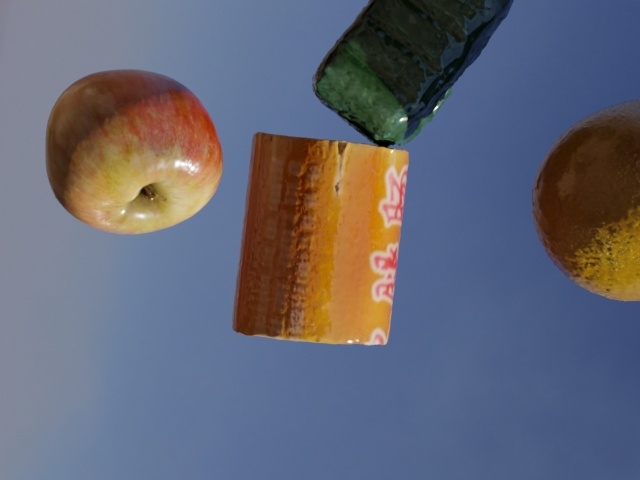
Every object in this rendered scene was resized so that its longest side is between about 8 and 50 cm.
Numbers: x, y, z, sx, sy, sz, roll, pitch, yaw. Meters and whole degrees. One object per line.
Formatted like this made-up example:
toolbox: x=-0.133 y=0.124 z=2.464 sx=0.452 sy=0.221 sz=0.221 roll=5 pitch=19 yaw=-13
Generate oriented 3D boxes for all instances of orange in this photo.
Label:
orange: x=0.417 y=-0.054 z=1.612 sx=0.274 sy=0.274 sz=0.274 roll=-166 pitch=-90 yaw=-74

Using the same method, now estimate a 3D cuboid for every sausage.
sausage: x=0.000 y=0.000 z=1.734 sx=0.233 sy=0.233 sz=0.287 roll=-160 pitch=-103 yaw=-73

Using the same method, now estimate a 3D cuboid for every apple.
apple: x=-0.222 y=-0.104 z=1.428 sx=0.209 sy=0.209 sz=0.164 roll=-60 pitch=-140 yaw=43

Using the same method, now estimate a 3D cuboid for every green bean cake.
green bean cake: x=0.139 y=-0.284 z=1.751 sx=0.308 sy=0.169 sz=0.300 roll=-51 pitch=179 yaw=6
